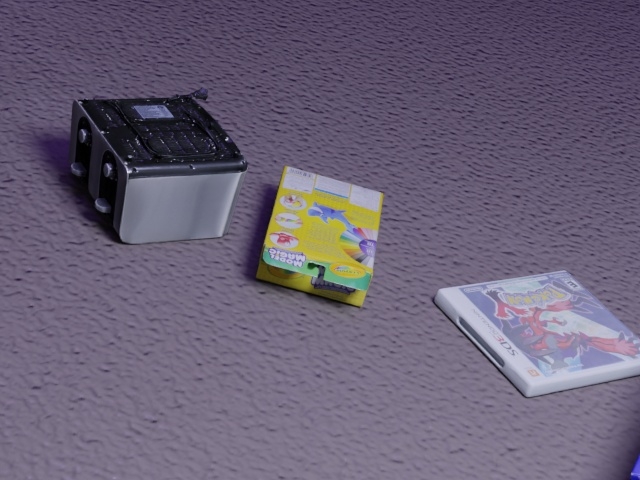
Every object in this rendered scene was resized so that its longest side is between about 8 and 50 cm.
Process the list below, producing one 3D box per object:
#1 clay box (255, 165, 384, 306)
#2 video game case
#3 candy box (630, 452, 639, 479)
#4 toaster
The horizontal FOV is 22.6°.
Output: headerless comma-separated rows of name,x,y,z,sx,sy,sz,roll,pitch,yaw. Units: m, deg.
clay box,0.000,0.000,1.853,0.127,0.053,0.222,16,32,-2
video game case,0.260,0.103,1.841,0.201,0.023,0.183,-7,38,-34
candy box,0.471,0.209,1.563,0.268,0.122,0.317,14,37,23
toaster,-0.185,-0.089,1.852,0.186,0.110,0.168,-5,37,-32
